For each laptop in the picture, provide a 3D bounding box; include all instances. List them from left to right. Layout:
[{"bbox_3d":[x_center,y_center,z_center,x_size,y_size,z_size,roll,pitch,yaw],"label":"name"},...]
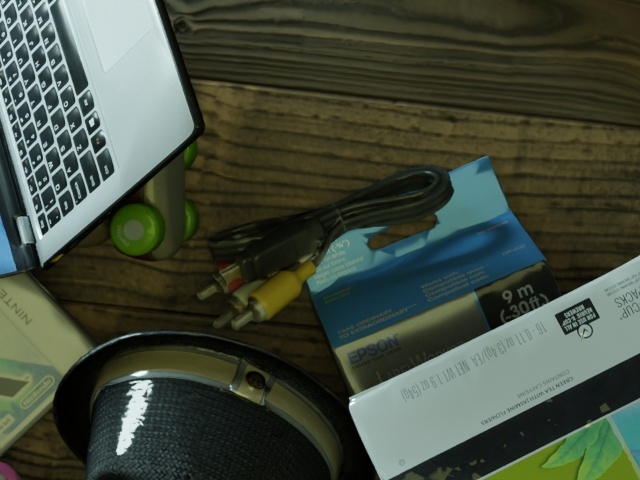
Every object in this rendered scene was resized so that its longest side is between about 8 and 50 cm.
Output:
[{"bbox_3d":[-0.362,-0.168,1.434,0.408,0.236,0.382,-36,64,37],"label":"laptop"}]

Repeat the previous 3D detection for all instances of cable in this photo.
[{"bbox_3d":[0.000,0.000,1.612,0.287,0.139,0.072,-25,119,-18],"label":"cable"}]

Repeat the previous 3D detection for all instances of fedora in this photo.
[{"bbox_3d":[-0.115,0.240,1.514,0.334,0.152,0.334,7,134,7],"label":"fedora"}]

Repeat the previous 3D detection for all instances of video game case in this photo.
[{"bbox_3d":[-0.437,0.121,1.564,0.329,0.036,0.300,-44,91,0],"label":"video game case"}]

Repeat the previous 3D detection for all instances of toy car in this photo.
[{"bbox_3d":[-0.234,-0.052,1.571,0.188,0.155,0.149,-1,94,11],"label":"toy car"}]

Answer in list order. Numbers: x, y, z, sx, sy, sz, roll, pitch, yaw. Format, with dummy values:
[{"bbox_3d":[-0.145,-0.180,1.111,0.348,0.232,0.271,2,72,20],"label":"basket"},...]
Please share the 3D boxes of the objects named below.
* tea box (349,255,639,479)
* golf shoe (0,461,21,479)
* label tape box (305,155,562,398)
[{"bbox_3d":[0.245,0.227,1.413,0.329,0.220,0.323,-28,76,1],"label":"tea box"},{"bbox_3d":[-0.390,0.357,1.526,0.306,0.115,0.140,-39,129,-2],"label":"golf shoe"},{"bbox_3d":[0.136,0.111,1.606,0.241,0.106,0.333,-23,94,-1],"label":"label tape box"}]
